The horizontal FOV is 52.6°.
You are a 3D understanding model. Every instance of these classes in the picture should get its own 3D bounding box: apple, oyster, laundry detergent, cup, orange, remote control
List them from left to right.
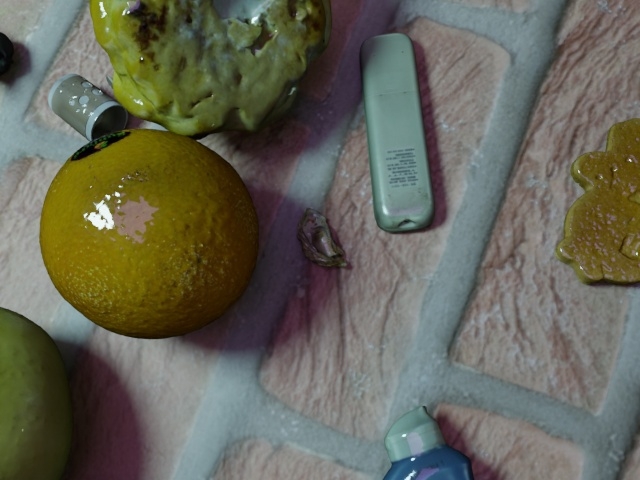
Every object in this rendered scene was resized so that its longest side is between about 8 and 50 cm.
[{"bbox_3d":[-0.434,0.214,0.758,0.233,0.257,0.295,-26,62,42],"label":"apple"},{"bbox_3d":[-0.342,-0.209,0.973,0.099,0.074,0.102,36,81,13],"label":"cup"},{"bbox_3d":[-0.212,-0.009,0.813,0.274,0.274,0.274,-1,75,5],"label":"orange"},{"bbox_3d":[0.000,0.000,0.918,0.080,0.038,0.083,21,47,-15],"label":"oyster"},{"bbox_3d":[0.108,-0.163,0.940,0.090,0.038,0.310,-7,74,5],"label":"remote control"},{"bbox_3d":[0.146,0.350,0.775,0.143,0.094,0.290,-22,71,9],"label":"laundry detergent"}]

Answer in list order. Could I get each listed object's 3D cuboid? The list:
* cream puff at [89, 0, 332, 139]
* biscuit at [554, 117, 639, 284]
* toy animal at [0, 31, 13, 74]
[{"bbox_3d":[-0.162,-0.302,0.888,0.291,0.257,0.324,30,90,-33],"label":"cream puff"},{"bbox_3d":[0.422,-0.046,0.881,0.184,0.035,0.249,24,79,12],"label":"biscuit"},{"bbox_3d":[-0.590,-0.315,0.991,0.245,0.146,0.114,37,110,-5],"label":"toy animal"}]
